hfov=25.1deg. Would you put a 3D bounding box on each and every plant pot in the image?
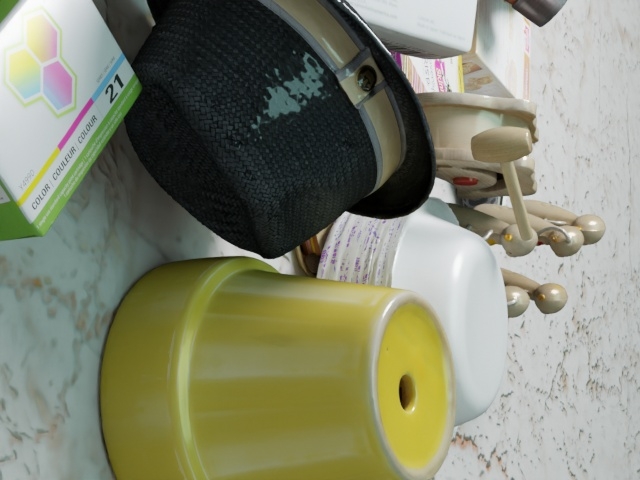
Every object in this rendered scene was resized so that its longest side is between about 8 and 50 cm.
[{"bbox_3d":[-0.022,0.134,1.250,0.254,0.239,0.254,16,71,-59],"label":"plant pot"}]

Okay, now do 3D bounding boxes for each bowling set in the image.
[{"bbox_3d":[0.244,0.052,1.778,0.287,0.154,0.200,-8,109,-50],"label":"bowling set"}]

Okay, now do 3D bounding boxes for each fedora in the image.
[{"bbox_3d":[-0.063,-0.100,1.225,0.152,0.334,0.334,-50,131,-23],"label":"fedora"}]

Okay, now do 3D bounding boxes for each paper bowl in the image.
[{"bbox_3d":[0.110,0.092,1.558,0.284,0.148,0.284,-2,90,-65],"label":"paper bowl"}]

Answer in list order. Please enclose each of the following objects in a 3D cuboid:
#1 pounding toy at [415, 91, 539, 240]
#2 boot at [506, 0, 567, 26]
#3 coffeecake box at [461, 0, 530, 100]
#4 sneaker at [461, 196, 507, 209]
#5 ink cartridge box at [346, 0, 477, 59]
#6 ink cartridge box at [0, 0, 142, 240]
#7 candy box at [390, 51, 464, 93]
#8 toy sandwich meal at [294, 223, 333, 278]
[{"bbox_3d":[0.162,-0.075,1.595,0.269,0.154,0.155,42,50,-76],"label":"pounding toy"},{"bbox_3d":[0.203,-0.419,1.868,0.280,0.096,0.264,40,35,-10],"label":"boot"},{"bbox_3d":[0.219,-0.266,1.930,0.185,0.068,0.142,36,52,-53],"label":"coffeecake box"},{"bbox_3d":[0.199,-0.098,1.873,0.074,0.063,0.171,10,75,-55],"label":"sneaker"},{"bbox_3d":[0.047,-0.407,1.492,0.308,0.091,0.385,9,85,-41],"label":"ink cartridge box"},{"bbox_3d":[-0.258,-0.150,1.031,0.255,0.097,0.189,63,35,-34],"label":"ink cartridge box"},{"bbox_3d":[0.095,-0.166,1.688,0.233,0.071,0.159,-3,88,-61],"label":"candy box"},{"bbox_3d":[0.000,0.000,1.528,0.085,0.029,0.086,19,68,-58],"label":"toy sandwich meal"}]
